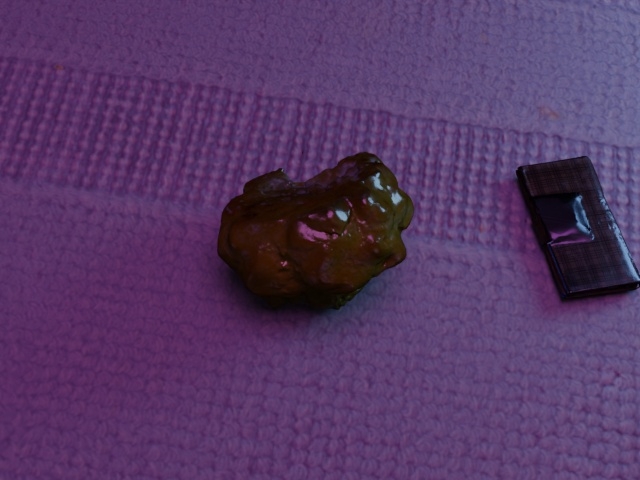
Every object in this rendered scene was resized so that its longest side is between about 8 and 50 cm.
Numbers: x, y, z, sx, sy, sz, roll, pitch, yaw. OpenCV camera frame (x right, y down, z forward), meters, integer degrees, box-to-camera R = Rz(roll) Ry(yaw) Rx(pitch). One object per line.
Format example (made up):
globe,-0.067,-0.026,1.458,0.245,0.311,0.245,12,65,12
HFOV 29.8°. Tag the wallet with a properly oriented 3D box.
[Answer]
wallet,0.376,-0.021,1.761,0.124,0.042,0.230,-8,61,-13

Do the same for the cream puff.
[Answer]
cream puff,0.001,-0.001,1.648,0.281,0.185,0.282,-15,22,6
